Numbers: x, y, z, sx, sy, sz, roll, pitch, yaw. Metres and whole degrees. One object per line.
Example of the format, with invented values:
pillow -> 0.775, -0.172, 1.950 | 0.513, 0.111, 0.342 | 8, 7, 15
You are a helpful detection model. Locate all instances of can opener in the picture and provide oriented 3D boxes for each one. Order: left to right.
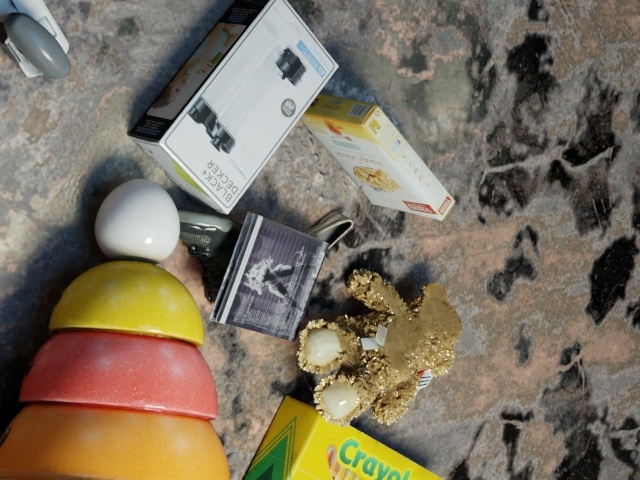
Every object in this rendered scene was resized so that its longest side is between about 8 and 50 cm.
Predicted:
can opener -> -0.393, -0.326, 1.608 | 0.076, 0.095, 0.283 | -44, 125, -24

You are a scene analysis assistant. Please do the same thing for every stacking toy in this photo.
stacking toy -> -0.266, 0.152, 1.761 | 0.351, 0.351, 0.479 | 17, 71, -41

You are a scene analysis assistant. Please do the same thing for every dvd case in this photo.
dvd case -> -0.073, 0.058, 1.928 | 0.221, 0.018, 0.164 | 22, 88, -58

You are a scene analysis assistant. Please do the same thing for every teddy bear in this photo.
teddy bear -> 0.088, 0.178, 2.106 | 0.245, 0.113, 0.338 | 53, 47, -7

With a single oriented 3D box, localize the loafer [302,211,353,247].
loafer -> 0.000, 0.000, 2.055 | 0.125, 0.039, 0.045 | -44, 126, -23

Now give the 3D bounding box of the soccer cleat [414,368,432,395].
soccer cleat -> 0.185, 0.238, 2.279 | 0.083, 0.029, 0.035 | -42, 133, -20

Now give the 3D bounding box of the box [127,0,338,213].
box -> -0.121, -0.202, 1.871 | 0.290, 0.087, 0.169 | -53, 128, -16

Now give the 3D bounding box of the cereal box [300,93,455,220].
cereal box -> 0.083, -0.129, 2.004 | 0.047, 0.173, 0.240 | -54, 128, -16

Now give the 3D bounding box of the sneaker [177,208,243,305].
sneaker -> -0.151, 0.032, 1.907 | 0.227, 0.087, 0.130 | 28, 77, -46

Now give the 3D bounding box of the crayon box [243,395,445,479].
crayon box -> 0.019, 0.473, 2.148 | 0.363, 0.106, 0.313 | 35, 78, -40
